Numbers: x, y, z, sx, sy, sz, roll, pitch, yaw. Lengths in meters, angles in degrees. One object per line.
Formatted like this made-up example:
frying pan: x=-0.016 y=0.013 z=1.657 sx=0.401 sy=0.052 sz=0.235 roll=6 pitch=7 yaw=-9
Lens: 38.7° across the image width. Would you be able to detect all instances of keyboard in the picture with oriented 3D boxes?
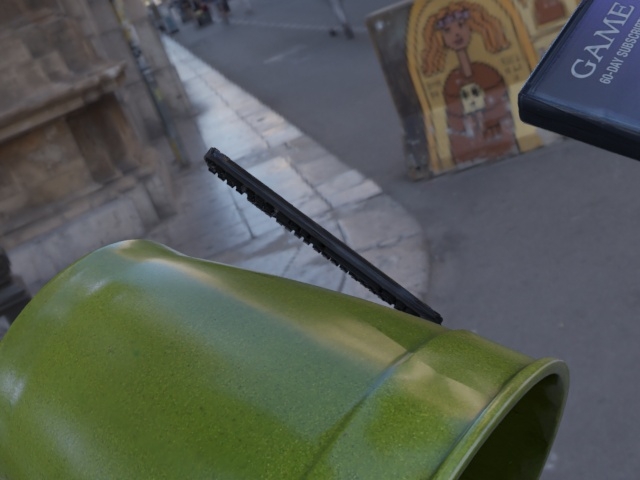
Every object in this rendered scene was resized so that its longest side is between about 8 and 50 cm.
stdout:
keyboard: x=0.000 y=0.000 z=1.049 sx=0.033 sy=0.317 sz=0.201 roll=-53 pitch=-1 yaw=1

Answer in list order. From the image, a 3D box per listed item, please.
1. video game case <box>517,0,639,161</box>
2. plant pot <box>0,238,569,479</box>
video game case: x=0.257 y=-0.086 z=0.403 sx=0.274 sy=0.026 sz=0.196 roll=24 pitch=65 yaw=29
plant pot: x=-0.058 y=0.172 z=0.691 sx=0.353 sy=0.366 sz=0.366 roll=27 pitch=41 yaw=25
